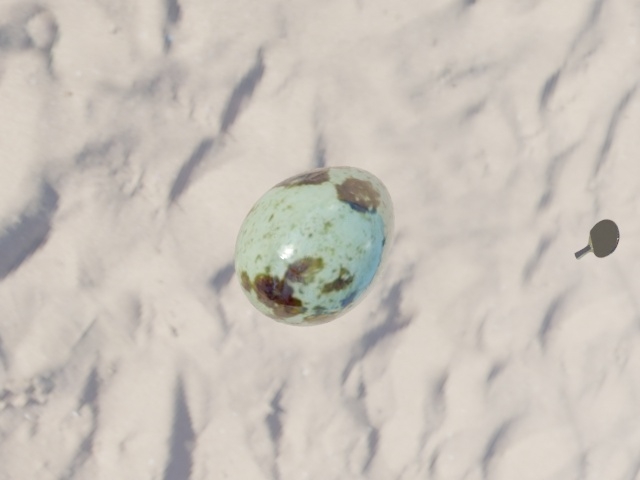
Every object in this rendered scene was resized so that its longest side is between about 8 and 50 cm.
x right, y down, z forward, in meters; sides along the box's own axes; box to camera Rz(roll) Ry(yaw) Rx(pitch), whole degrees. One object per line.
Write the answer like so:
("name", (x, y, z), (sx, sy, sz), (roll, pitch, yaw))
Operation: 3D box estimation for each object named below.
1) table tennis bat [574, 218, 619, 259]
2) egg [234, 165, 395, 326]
("table tennis bat", (0.367, 0.004, 1.793), (0.007, 0.083, 0.050), (7, 60, -31))
("egg", (0.000, 0.000, 1.566), (0.231, 0.169, 0.169), (-44, 128, -38))
